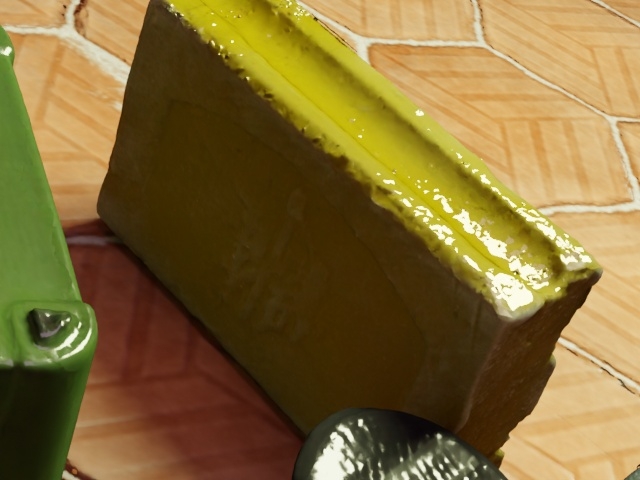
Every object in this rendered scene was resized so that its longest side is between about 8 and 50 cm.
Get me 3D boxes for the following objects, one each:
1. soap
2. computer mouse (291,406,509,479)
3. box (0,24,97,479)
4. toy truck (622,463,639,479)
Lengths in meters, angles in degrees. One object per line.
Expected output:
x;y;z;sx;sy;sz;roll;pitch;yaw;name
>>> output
0.000;0.000;0.878;0.091;0.199;0.315;-19;54;-42;soap
0.076;0.205;0.732;0.264;0.088;0.147;49;41;16;computer mouse
-0.250;0.011;0.715;0.252;0.178;0.329;2;39;-28;box
0.297;0.118;0.841;0.157;0.272;0.124;5;36;-42;toy truck
